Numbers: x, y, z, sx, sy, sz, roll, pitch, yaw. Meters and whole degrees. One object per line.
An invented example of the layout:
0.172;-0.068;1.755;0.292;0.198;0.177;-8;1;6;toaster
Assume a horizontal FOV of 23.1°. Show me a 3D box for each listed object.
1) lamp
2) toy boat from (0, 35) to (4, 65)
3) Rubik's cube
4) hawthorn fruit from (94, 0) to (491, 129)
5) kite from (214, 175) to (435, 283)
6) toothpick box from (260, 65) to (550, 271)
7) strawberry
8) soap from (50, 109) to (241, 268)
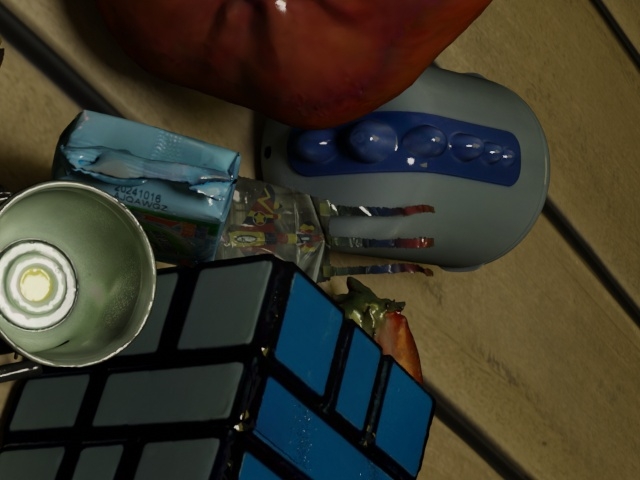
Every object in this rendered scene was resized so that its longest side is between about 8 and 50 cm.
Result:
-0.248;0.032;1.294;0.147;0.227;0.172;-12;89;-30;lamp
-0.345;-0.099;1.301;0.115;0.089;0.310;51;44;-52;toy boat
-0.100;0.208;1.424;0.288;0.293;0.283;43;48;-41;Rubik's cube
-0.010;-0.356;1.549;0.472;0.472;0.471;17;69;-53;hawthorn fruit
0.000;0.000;1.666;0.015;0.245;0.141;-52;142;-72;kite
0.094;-0.094;1.793;0.355;0.263;0.263;6;78;-53;toothpick box
0.054;0.172;1.823;0.174;0.098;0.228;-52;128;-46;strawberry
-0.156;-0.040;1.412;0.293;0.156;0.077;113;-10;-77;soap
